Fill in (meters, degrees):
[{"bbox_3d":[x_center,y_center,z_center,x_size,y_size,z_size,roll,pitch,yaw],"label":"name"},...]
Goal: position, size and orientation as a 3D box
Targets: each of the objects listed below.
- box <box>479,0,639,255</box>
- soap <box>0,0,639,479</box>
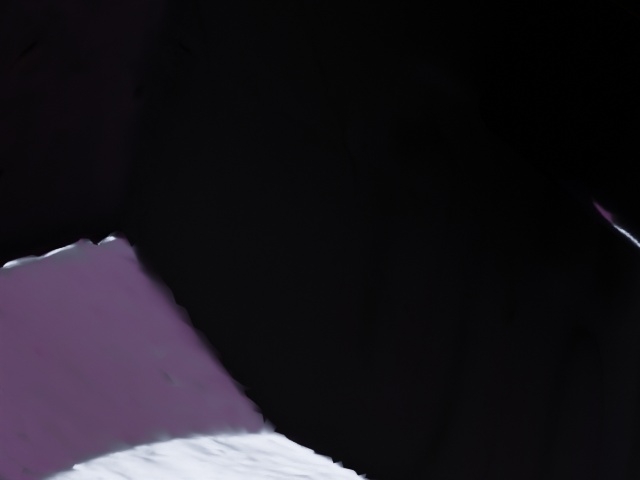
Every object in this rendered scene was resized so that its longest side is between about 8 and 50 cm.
[{"bbox_3d":[0.181,-0.029,0.859,0.201,0.090,0.144,35,-172,-36],"label":"box"},{"bbox_3d":[0.000,0.000,0.926,0.213,0.350,0.435,-8,151,43],"label":"soap"}]
